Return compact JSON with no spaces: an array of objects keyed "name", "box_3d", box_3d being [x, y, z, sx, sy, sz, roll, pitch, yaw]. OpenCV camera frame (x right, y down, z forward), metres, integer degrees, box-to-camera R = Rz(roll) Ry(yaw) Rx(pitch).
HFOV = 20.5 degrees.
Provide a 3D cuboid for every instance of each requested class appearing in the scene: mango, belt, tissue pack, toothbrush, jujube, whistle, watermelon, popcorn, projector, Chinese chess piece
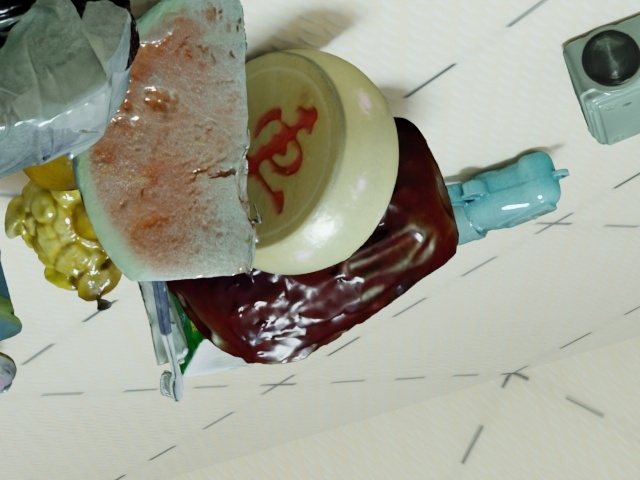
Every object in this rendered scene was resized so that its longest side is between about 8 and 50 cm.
[{"name":"mango","box_3d":[-0.254,-0.118,1.910,0.115,0.090,0.178,14,137,-40]},{"name":"belt","box_3d":[-0.304,-0.157,1.603,0.289,0.184,0.164,-18,158,-17]},{"name":"tissue pack","box_3d":[-0.165,0.058,2.302,0.156,0.209,0.148,-8,160,-15]},{"name":"toothbrush","box_3d":[-0.192,0.096,2.166,0.026,0.024,0.288,14,136,17]},{"name":"jujube","box_3d":[0.000,0.000,2.143,0.377,0.258,0.258,-40,168,-19]},{"name":"whistle","box_3d":[0.239,-0.049,2.564,0.274,0.093,0.186,-23,162,26]},{"name":"watermelon","box_3d":[-0.137,-0.118,1.797,0.180,0.305,0.224,6,-166,33]},{"name":"popcorn","box_3d":[-0.274,-0.034,2.059,0.140,0.163,0.194,-50,165,-58]},{"name":"projector","box_3d":[0.447,-0.222,2.232,0.257,0.099,0.192,-21,160,8]},{"name":"Chinese chess piece","box_3d":[-0.033,-0.088,1.936,0.251,0.251,0.097,-29,151,31]}]

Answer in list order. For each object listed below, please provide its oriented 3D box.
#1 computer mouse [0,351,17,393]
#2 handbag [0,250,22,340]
[{"name":"computer mouse","box_3d":[-0.596,0.210,2.558,0.310,0.072,0.158,-15,163,-9]},{"name":"handbag","box_3d":[-0.452,0.002,1.828,0.222,0.241,0.263,-24,162,18]}]
